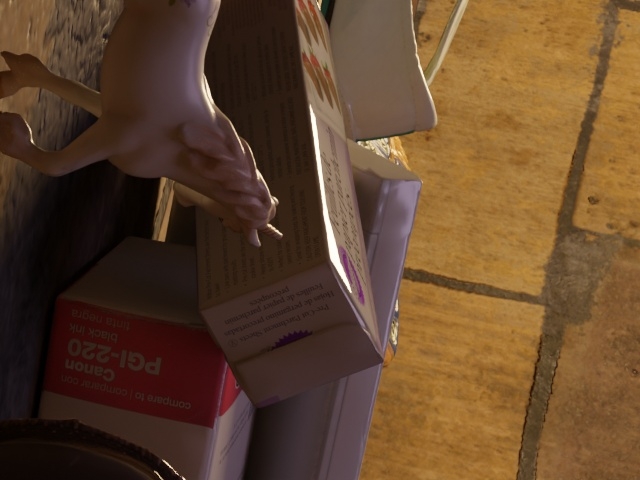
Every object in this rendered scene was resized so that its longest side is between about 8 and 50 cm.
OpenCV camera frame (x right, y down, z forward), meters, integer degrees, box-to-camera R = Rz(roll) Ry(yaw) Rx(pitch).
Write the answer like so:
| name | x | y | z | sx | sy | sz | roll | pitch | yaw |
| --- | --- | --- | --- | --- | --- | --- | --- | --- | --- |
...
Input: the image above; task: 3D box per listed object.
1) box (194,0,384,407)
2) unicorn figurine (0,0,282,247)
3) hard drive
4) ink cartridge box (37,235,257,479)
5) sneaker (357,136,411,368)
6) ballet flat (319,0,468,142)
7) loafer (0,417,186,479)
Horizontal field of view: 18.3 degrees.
| name | x | y | z | sx | sy | sz | roll | pitch | yaw |
| --- | --- | --- | --- | --- | --- | --- | --- | --- | --- |
| box | -0.024 | -0.046 | 0.984 | 0.324 | 0.067 | 0.063 | -99 | 164 | -56 |
| unicorn figurine | -0.065 | -0.059 | 0.717 | 0.060 | 0.111 | 0.162 | -74 | 173 | -53 |
| hard drive | -0.040 | 0.084 | 1.117 | 0.203 | 0.040 | 0.307 | 32 | -66 | 54 |
| ink cartridge box | -0.089 | 0.122 | 1.003 | 0.158 | 0.092 | 0.218 | -55 | 154 | -77 |
| sneaker | 0.000 | 0.000 | 1.748 | 0.112 | 0.131 | 0.296 | 49 | 36 | -33 |
| ballet flat | 0.073 | -0.271 | 1.655 | 0.139 | 0.139 | 0.400 | 71 | 26 | -81 |
| loafer | -0.119 | 0.185 | 0.681 | 0.130 | 0.134 | 0.366 | -80 | -172 | -54 |
